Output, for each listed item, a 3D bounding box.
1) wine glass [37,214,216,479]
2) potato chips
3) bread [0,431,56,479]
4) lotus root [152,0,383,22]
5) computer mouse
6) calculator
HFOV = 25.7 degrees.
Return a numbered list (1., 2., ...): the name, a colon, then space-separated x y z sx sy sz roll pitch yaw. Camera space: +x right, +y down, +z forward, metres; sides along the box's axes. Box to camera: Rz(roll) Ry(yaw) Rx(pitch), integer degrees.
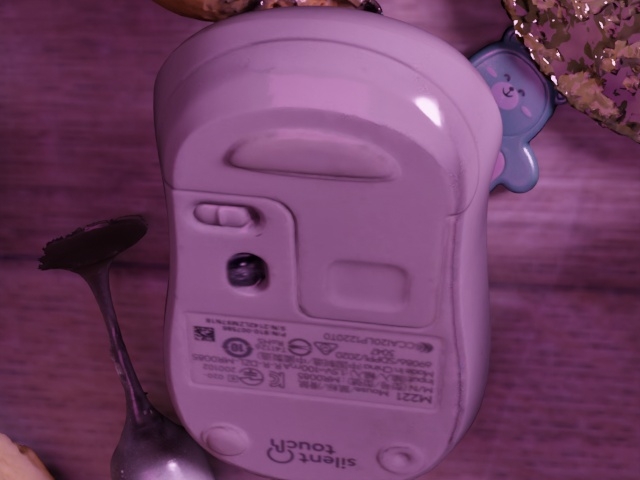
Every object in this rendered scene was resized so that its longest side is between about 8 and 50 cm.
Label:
1. wine glass: -0.097 0.121 0.821 0.074 0.074 0.262 -11 106 14
2. potato chips: 0.186 -0.143 0.703 0.202 0.029 0.220 -10 100 8
3. bread: -0.232 0.258 0.864 0.239 0.111 0.246 -37 96 18
4. lotus root: -0.058 -0.175 0.696 0.118 0.125 0.221 -39 97 -11
5. computer mouse: 0.000 0.000 0.722 0.184 0.121 0.297 0 134 7
6. calculator: 0.072 -0.053 0.760 0.141 0.019 0.094 -42 92 20
